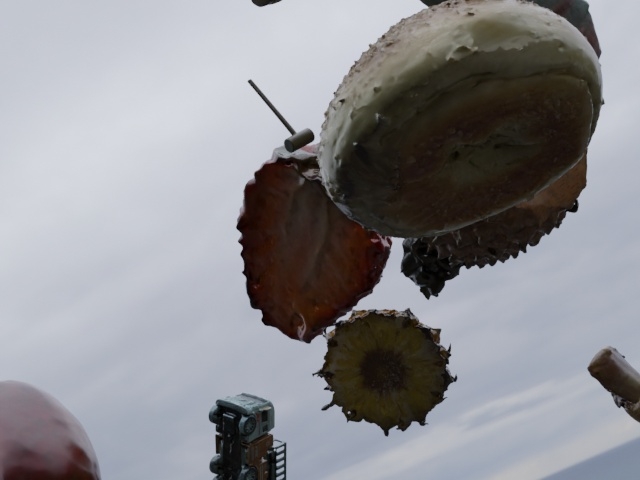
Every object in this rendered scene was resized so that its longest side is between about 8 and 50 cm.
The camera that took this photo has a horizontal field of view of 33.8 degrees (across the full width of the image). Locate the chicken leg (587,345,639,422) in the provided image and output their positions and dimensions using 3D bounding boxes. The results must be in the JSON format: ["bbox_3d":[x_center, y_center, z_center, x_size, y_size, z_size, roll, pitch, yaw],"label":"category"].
[{"bbox_3d":[0.561,0.287,1.543,0.295,0.409,0.182,4,-58,-55],"label":"chicken leg"}]

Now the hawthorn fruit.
[{"bbox_3d":[-0.415,0.335,1.312,0.308,0.324,0.308,-16,-45,-17],"label":"hawthorn fruit"}]

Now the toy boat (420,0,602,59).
[{"bbox_3d":[0.257,-0.303,1.489,0.206,0.282,0.096,-46,19,19],"label":"toy boat"}]

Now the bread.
[{"bbox_3d":[0.137,-0.131,1.089,0.306,0.158,0.305,-16,-30,-9],"label":"bread"}]

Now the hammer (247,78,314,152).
[{"bbox_3d":[-0.054,-0.157,1.291,0.035,0.110,0.019,-32,-12,-32],"label":"hammer"}]

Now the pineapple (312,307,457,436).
[{"bbox_3d":[0.091,0.189,1.545,0.221,0.221,0.047,-29,9,20],"label":"pineapple"}]

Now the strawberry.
[{"bbox_3d":[0.000,0.000,1.678,0.149,0.265,0.336,-34,-32,-52],"label":"strawberry"}]

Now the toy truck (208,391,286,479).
[{"bbox_3d":[-0.109,0.323,1.650,0.080,0.177,0.115,12,19,37],"label":"toy truck"}]

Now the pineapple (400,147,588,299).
[{"bbox_3d":[0.194,-0.039,1.441,0.223,0.223,0.357,-15,-20,-27],"label":"pineapple"}]

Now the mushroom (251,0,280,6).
[{"bbox_3d":[0.057,-0.336,1.212,0.351,0.122,0.095,2,29,26],"label":"mushroom"}]
